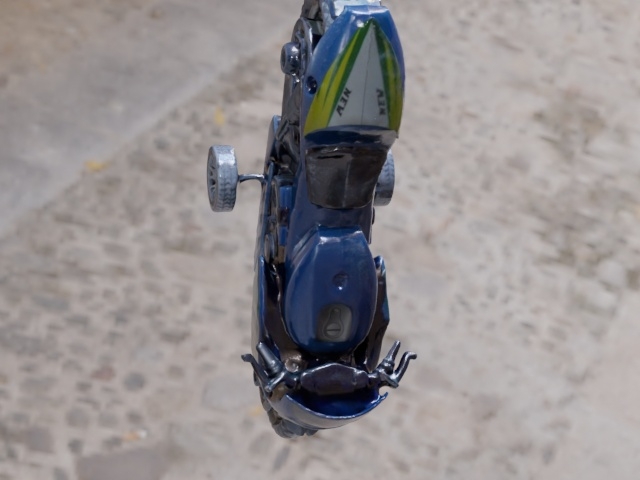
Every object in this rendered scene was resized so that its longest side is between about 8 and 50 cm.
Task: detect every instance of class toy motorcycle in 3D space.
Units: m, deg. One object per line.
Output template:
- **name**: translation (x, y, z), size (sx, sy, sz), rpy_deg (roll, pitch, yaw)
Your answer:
- **toy motorcycle**: translation (0.000, 0.000, 0.784), size (0.092, 0.254, 0.135), rpy_deg (0, 26, -14)
